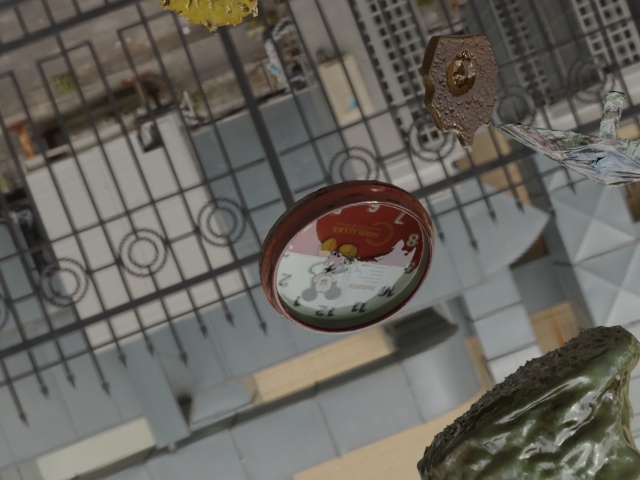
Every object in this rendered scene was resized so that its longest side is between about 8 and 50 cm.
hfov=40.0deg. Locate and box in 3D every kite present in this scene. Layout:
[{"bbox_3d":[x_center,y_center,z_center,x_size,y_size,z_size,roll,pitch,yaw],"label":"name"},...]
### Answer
[{"bbox_3d":[0.425,-0.142,1.317,0.336,0.011,0.314,11,163,21],"label":"kite"}]

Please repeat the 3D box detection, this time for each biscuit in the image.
[{"bbox_3d":[0.266,-0.284,1.676,0.182,0.215,0.034,-11,-169,-32],"label":"biscuit"}]

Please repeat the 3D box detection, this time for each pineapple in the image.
[{"bbox_3d":[-0.177,-0.407,1.456,0.233,0.135,0.079,7,-122,27],"label":"pineapple"}]

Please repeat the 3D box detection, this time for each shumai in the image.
[{"bbox_3d":[0.373,0.344,1.329,0.397,0.323,0.324,-39,167,17],"label":"shumai"}]

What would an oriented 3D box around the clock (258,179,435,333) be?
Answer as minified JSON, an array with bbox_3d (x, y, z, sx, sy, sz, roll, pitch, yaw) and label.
[{"bbox_3d":[0.048,0.030,1.534,0.319,0.318,0.080,-21,-139,-4],"label":"clock"}]
